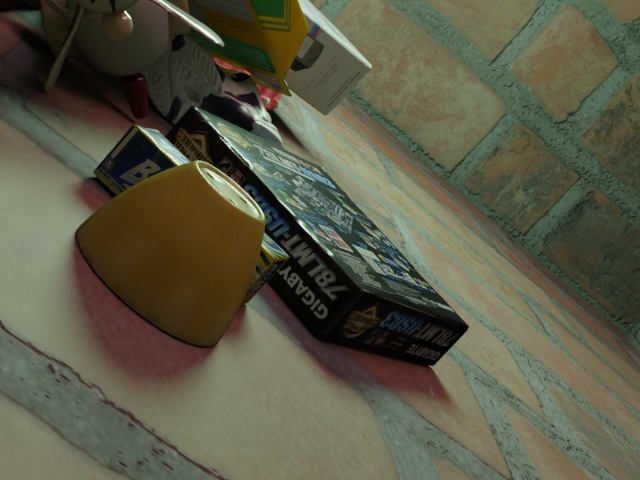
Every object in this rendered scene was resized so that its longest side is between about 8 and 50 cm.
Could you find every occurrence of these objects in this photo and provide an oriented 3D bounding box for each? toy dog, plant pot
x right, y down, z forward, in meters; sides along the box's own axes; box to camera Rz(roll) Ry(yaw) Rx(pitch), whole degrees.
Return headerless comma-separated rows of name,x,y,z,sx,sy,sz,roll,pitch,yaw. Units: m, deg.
toy dog,-0.201,-0.198,1.078,0.334,0.220,0.161,-40,117,-74
plant pot,-0.097,-0.003,0.815,0.134,0.095,0.134,39,11,-9

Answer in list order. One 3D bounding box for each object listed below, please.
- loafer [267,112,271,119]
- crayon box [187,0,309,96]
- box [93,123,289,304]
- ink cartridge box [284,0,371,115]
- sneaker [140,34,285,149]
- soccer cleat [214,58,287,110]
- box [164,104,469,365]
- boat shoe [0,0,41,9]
loafer,-0.133,-0.200,1.646,0.125,0.039,0.045,35,45,-16
crayon box,-0.137,-0.307,1.340,0.203,0.083,0.323,22,-13,16
box,-0.110,-0.022,0.942,0.169,0.059,0.054,43,9,8
ink cartridge box,-0.084,-0.381,1.918,0.306,0.131,0.226,31,18,-43
sneaker,-0.142,-0.186,1.388,0.235,0.094,0.153,38,10,-19
soccer cleat,-0.150,-0.260,1.741,0.095,0.083,0.248,14,-1,33
box,0.000,0.000,1.209,0.293,0.073,0.295,46,12,27
boat shoe,-0.335,-0.323,1.235,0.096,0.098,0.277,41,12,-6
